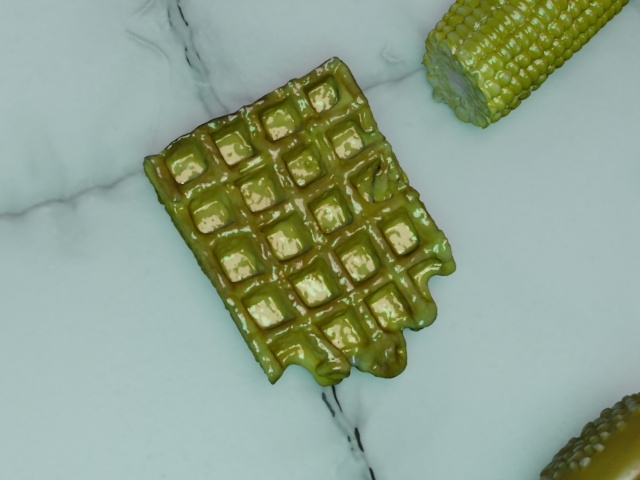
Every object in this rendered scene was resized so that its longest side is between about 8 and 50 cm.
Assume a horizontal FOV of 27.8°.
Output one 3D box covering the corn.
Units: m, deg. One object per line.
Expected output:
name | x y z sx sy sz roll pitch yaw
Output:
corn | 0.174 -0.187 0.921 0.093 0.093 0.244 41 78 3

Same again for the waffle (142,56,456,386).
waffle | 0.000 0.000 0.878 0.160 0.055 0.210 -30 82 -11

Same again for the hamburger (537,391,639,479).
hamburger | 0.202 0.168 0.816 0.115 0.162 0.162 45 77 5
